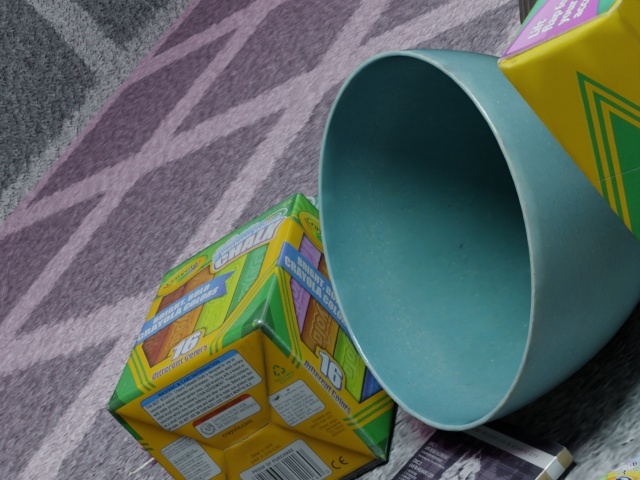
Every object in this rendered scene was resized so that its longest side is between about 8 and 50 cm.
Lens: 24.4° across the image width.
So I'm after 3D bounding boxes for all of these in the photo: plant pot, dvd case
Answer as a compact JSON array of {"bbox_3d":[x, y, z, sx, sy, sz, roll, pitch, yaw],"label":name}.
[{"bbox_3d":[0.153,-0.016,1.159,0.195,0.290,0.290,-12,5,-29],"label":"plant pot"},{"bbox_3d":[0.075,0.222,1.113,0.221,0.018,0.164,-46,19,-12],"label":"dvd case"}]

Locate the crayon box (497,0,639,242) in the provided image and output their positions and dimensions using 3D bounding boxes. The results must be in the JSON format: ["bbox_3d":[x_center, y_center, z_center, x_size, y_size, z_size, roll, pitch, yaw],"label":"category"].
[{"bbox_3d":[0.310,-0.126,0.974,0.106,0.313,0.363,-18,30,48],"label":"crayon box"}]

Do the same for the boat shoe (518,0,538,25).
[{"bbox_3d":[0.306,-0.275,1.531,0.130,0.132,0.355,-5,12,-8],"label":"boat shoe"}]

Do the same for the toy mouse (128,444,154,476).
[{"bbox_3d":[-0.149,0.202,1.549,0.161,0.031,0.143,-14,33,52],"label":"toy mouse"}]

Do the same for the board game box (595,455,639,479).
[{"bbox_3d":[0.167,0.208,0.959,0.154,0.026,0.103,-34,21,19],"label":"board game box"}]

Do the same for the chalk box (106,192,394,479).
[{"bbox_3d":[-0.044,0.092,1.369,0.180,0.179,0.289,-32,22,23],"label":"chalk box"}]

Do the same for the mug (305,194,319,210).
[{"bbox_3d":[-0.006,0.007,1.597,0.129,0.097,0.158,-38,20,9],"label":"mug"}]
